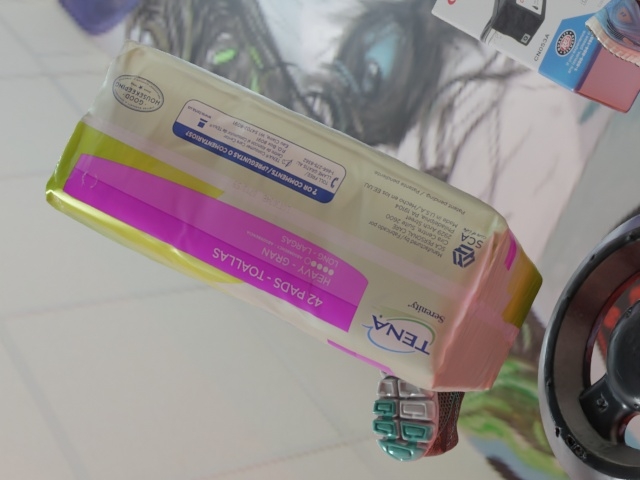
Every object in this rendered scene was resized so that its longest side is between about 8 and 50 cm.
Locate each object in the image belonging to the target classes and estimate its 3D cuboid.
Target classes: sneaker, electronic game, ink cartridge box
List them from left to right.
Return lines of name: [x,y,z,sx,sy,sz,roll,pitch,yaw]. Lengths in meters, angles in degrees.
sneaker: [0.080,0.086,0.916,0.065,0.166,0.076,-2,164,34]
ink cartridge box: [0.323,-0.340,1.634,0.129,0.223,0.307,11,-159,-40]
sneaker: [0.353,-0.210,1.254,0.162,0.073,0.063,17,-147,-33]
electronic game: [0.244,0.081,0.861,0.048,0.229,0.229,22,-158,-33]

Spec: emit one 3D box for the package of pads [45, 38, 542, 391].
package of pads: [0.000,0.000,0.701,0.229,0.101,0.296,25,179,16]
